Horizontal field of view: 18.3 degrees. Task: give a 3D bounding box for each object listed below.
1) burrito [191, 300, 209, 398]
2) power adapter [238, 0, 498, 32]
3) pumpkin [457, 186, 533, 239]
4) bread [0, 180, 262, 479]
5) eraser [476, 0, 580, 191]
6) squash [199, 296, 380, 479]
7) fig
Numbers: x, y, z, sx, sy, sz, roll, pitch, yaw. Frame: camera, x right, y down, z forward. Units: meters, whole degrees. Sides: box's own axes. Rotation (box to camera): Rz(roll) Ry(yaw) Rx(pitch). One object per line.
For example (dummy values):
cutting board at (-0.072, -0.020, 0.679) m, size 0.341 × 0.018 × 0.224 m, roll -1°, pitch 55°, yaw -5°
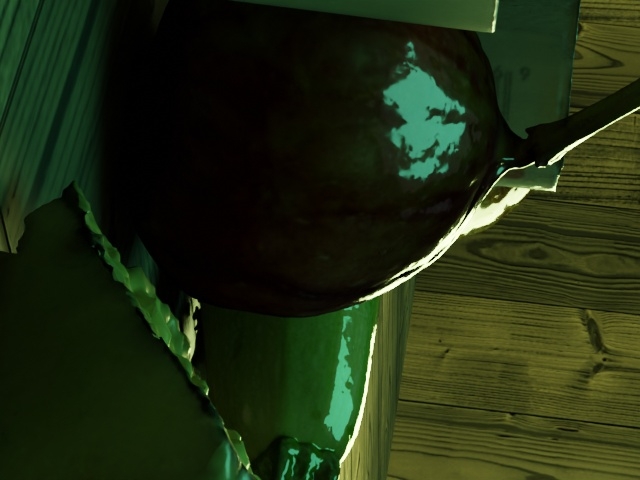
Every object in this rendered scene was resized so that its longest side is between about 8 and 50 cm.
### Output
burrito at (0.002, -0.002, 1.337) m, size 0.309 × 0.096 × 0.066 m, roll -53°, pitch 128°, yaw -43°
power adapter at (0.031, -0.196, 0.893) m, size 0.124 × 0.255 × 0.187 m, roll 86°, pitch 12°, yaw -73°
pumpkin at (0.128, -0.142, 2.017) m, size 0.242 × 0.232 × 0.325 m, roll 64°, pitch 29°, yaw -74°
bread at (-0.055, 0.125, 0.831) m, size 0.142 × 0.178 × 0.266 m, roll -47°, pitch 138°, yaw -14°
eraser at (0.073, -0.127, 1.469) m, size 0.081 × 0.227 × 0.174 m, roll -72°, pitch 167°, yaw -62°
squash at (-0.027, 0.057, 1.168) m, size 0.137 × 0.137 × 0.288 m, roll 81°, pitch 14°, yaw -68°
fig at (0.028, -0.056, 1.031) m, size 0.186 × 0.249 × 0.204 m, roll -142°, pitch -117°, yaw -66°
